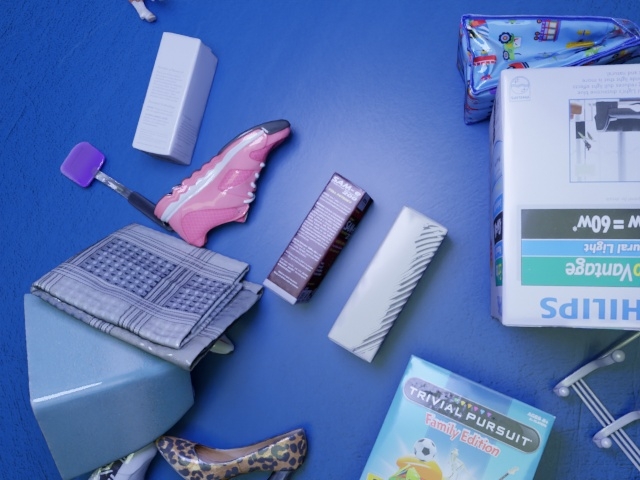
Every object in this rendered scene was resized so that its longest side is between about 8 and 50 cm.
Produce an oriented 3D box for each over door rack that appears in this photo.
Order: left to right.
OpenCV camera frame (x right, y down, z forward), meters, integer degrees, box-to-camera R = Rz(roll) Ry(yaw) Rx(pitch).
[{"bbox_3d":[0.599,0.251,1.120,0.324,0.108,0.239,-38,82,5],"label":"over door rack"}]

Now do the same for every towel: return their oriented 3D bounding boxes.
[{"bbox_3d":[-0.288,0.079,1.195,0.324,0.312,0.056,23,116,10],"label":"towel"}]

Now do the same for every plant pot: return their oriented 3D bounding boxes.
[{"bbox_3d":[-0.365,0.233,1.193,0.252,0.248,0.247,-12,45,-16],"label":"plant pot"}]

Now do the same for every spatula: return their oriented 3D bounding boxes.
[{"bbox_3d":[-0.408,-0.105,1.357,0.296,0.030,0.084,33,90,11],"label":"spatula"}]

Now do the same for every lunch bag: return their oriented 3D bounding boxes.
[{"bbox_3d":[0.390,-0.307,1.138,0.293,0.221,0.138,-8,85,10],"label":"lunch bag"}]

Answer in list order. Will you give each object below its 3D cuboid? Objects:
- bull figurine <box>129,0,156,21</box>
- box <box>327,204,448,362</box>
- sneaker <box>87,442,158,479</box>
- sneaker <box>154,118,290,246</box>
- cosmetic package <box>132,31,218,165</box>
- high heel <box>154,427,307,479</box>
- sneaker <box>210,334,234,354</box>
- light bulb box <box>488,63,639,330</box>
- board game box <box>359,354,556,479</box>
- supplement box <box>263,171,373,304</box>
[{"bbox_3d":[-0.280,-0.581,1.334,0.310,0.101,0.188,-23,84,7],"label":"bull figurine"},{"bbox_3d":[0.124,0.078,1.213,0.094,0.113,0.275,30,93,9],"label":"box"},{"bbox_3d":[-0.370,0.545,1.258,0.210,0.137,0.366,35,89,3],"label":"sneaker"},{"bbox_3d":[-0.165,-0.110,1.294,0.314,0.116,0.136,-38,98,7],"label":"sneaker"},{"bbox_3d":[-0.282,-0.273,1.305,0.085,0.117,0.231,13,87,9],"label":"cosmetic package"},{"bbox_3d":[-0.162,0.377,1.241,0.261,0.093,0.186,31,98,-7],"label":"high heel"},{"bbox_3d":[-0.225,0.154,1.294,0.161,0.057,0.075,35,98,13],"label":"sneaker"},{"bbox_3d":[0.387,-0.046,1.051,0.225,0.358,0.361,0,85,12],"label":"light bulb box"},{"bbox_3d":[0.207,0.398,1.114,0.254,0.079,0.336,21,81,18],"label":"board game box"},{"bbox_3d":[0.000,0.000,1.230,0.073,0.130,0.239,33,93,11],"label":"supplement box"}]
